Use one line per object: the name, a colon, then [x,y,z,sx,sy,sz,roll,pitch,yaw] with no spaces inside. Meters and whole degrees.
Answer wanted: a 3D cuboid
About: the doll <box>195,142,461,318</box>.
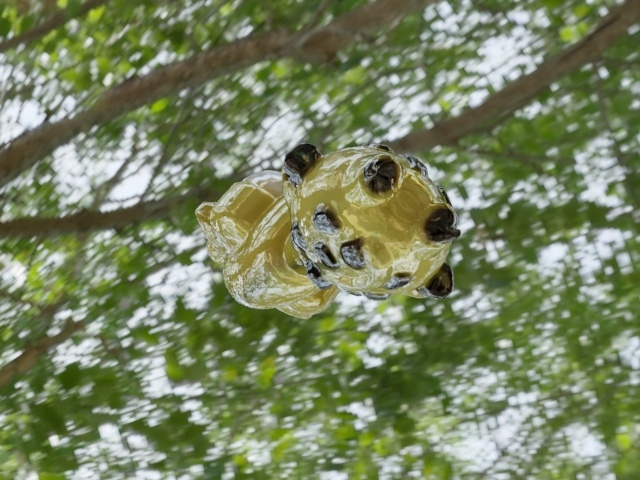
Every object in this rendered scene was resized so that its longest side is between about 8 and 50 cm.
doll: [0.001,-0.001,0.921,0.117,0.291,0.086,47,-108,-8]
